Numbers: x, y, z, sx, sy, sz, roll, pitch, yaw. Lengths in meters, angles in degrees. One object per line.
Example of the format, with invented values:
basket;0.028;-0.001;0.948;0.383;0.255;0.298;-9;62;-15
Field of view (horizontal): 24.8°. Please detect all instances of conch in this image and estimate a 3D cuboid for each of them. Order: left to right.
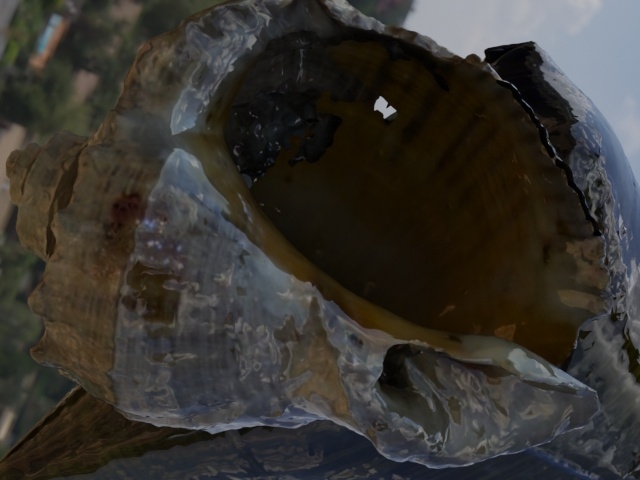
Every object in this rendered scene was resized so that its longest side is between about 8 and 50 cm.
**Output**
conch;0.000;0.000;0.557;0.163;0.245;0.178;-58;171;-58

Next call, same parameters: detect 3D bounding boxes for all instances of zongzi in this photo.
zongzi;0.057;0.136;0.946;0.432;0.403;0.208;-35;-144;6
